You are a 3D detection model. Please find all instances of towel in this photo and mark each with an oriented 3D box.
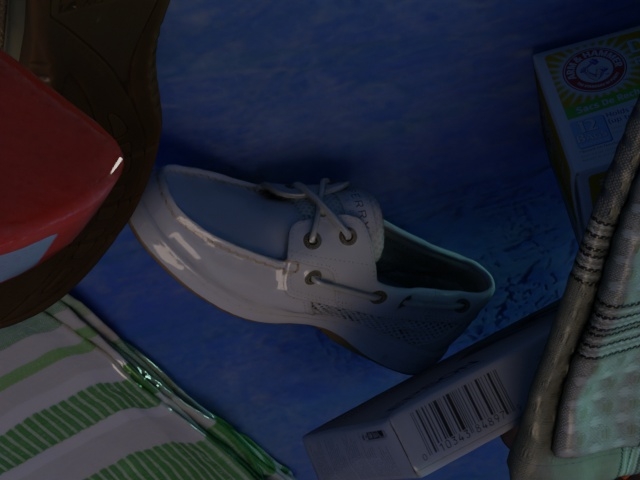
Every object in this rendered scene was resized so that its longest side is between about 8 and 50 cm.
[{"bbox_3d":[0.279,0.010,1.099,0.312,0.056,0.324,-8,131,-29],"label":"towel"},{"bbox_3d":[-0.198,0.160,1.369,0.248,0.038,0.325,-30,133,19],"label":"towel"}]

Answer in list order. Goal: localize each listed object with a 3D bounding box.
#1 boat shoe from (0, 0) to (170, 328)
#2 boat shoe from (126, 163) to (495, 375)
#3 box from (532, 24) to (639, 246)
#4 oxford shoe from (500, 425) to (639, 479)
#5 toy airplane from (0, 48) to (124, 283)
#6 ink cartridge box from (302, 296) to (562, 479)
[{"bbox_3d":[-0.166,-0.102,1.062,0.123,0.123,0.342,-19,140,-35],"label":"boat shoe"},{"bbox_3d":[0.000,0.000,1.211,0.277,0.098,0.096,21,127,-40],"label":"boat shoe"},{"bbox_3d":[0.243,-0.069,1.170,0.203,0.114,0.103,-16,136,2],"label":"box"},{"bbox_3d":[0.244,0.144,1.362,0.271,0.098,0.097,3,148,-28],"label":"oxford shoe"},{"bbox_3d":[-0.313,-0.058,0.703,0.384,0.272,0.386,-4,155,22],"label":"toy airplane"},{"bbox_3d":[0.103,0.091,1.230,0.223,0.045,0.224,-26,179,-22],"label":"ink cartridge box"}]
